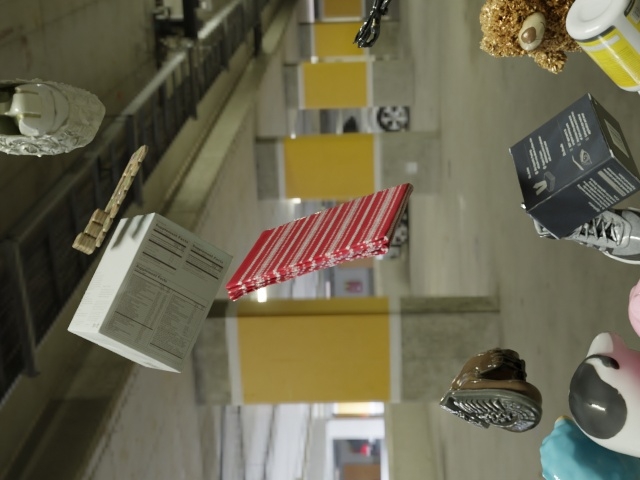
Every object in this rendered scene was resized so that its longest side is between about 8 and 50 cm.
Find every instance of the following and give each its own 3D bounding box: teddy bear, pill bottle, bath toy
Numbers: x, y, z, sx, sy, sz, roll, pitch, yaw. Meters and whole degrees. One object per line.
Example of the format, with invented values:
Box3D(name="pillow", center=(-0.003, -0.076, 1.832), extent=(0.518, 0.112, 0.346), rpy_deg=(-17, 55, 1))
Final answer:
Box3D(name="teddy bear", center=(0.473, -0.416, 1.740), extent=(0.245, 0.338, 0.113), rpy_deg=(-42, 55, 45))
Box3D(name="pill bottle", center=(0.440, -0.277, 1.287), extent=(0.184, 0.103, 0.103), rpy_deg=(36, -146, -28))
Box3D(name="bath toy", center=(0.286, 0.087, 0.679), extent=(0.129, 0.151, 0.348), rpy_deg=(-62, -10, -59))

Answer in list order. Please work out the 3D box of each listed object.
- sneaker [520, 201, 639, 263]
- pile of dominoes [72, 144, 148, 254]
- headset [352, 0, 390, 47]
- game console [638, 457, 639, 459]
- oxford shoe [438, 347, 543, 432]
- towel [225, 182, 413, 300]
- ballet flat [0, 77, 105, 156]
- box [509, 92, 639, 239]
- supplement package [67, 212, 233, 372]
Box3D(name="sneaker", center=(0.488, -0.025, 1.646), extent=(0.269, 0.153, 0.101), rpy_deg=(25, 106, 49))
Box3D(name="pile of dominoes", center=(-0.432, -0.093, 1.871), extent=(0.251, 0.040, 0.196), rpy_deg=(-67, 18, -15))
Box3D(name="headset", center=(-0.066, -0.463, 1.493), extent=(0.243, 0.394, 0.185), rpy_deg=(-65, -4, -63))
Box3D(name="game console", center=(0.580, 0.518, 1.547), extent=(0.293, 0.173, 0.250), rpy_deg=(45, 118, 58))
Box3D(name="oxford shoe", center=(0.200, 0.163, 1.044), extent=(0.096, 0.083, 0.227), rpy_deg=(-60, 6, -10))
Box3D(name="towel", center=(0.000, 0.000, 1.367), extent=(0.031, 0.275, 0.199), rpy_deg=(63, -154, -20))
Box3D(name="ballet flat", center=(-0.586, -0.229, 1.630), extent=(0.147, 0.409, 0.147), rpy_deg=(179, 90, -68))
Box3D(name="box", center=(0.393, -0.115, 1.413), extent=(0.093, 0.158, 0.156), rpy_deg=(34, -145, -31))
Box3D(name="supplement package", center=(-0.349, 0.108, 1.870), extent=(0.199, 0.198, 0.262), rpy_deg=(-5, 58, 58))
